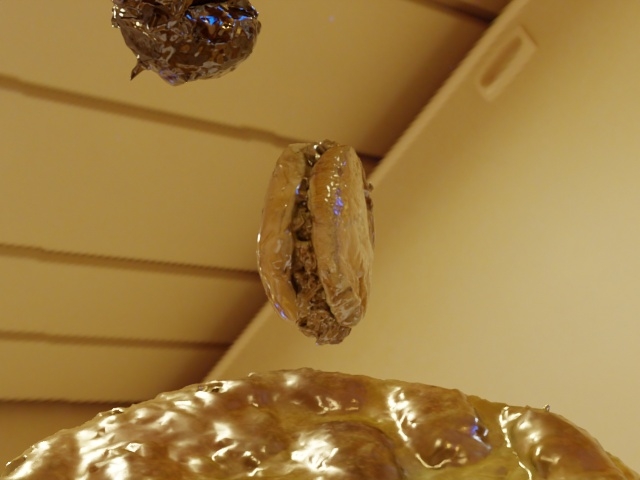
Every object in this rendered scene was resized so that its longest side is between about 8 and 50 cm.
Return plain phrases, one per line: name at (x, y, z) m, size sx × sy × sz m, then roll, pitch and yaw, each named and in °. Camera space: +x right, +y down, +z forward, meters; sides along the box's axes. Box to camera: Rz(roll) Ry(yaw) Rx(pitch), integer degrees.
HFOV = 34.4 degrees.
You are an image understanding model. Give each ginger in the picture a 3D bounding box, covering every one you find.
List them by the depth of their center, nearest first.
ginger at (-0.230, -0.334, 1.327) m, size 0.418 × 0.176 × 0.254 m, roll 13°, pitch -77°, yaw -48°

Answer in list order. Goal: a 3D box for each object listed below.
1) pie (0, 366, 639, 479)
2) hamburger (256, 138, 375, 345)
pie at (-0.004, 0.151, 0.437) m, size 0.339 × 0.339 × 0.083 m, roll -12°, pitch -66°, yaw -22°
hamburger at (0.000, 0.000, 0.825) m, size 0.083 × 0.147 × 0.138 m, roll -2°, pitch -37°, yaw 17°
